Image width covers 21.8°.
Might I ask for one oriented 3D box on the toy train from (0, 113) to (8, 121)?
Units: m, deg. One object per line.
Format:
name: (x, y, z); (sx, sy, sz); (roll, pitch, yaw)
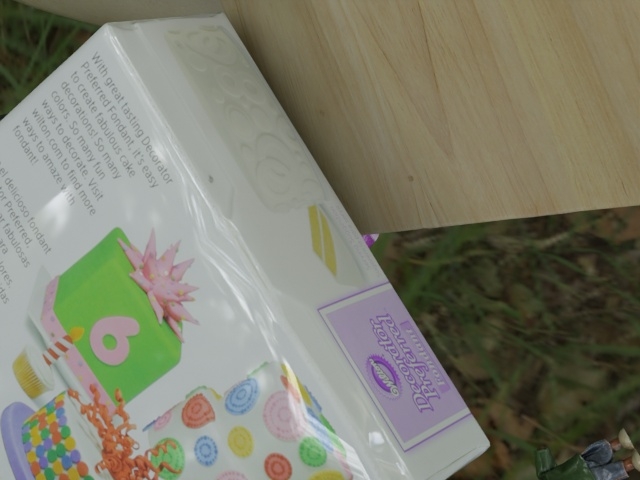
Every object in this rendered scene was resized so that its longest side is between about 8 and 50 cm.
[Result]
toy train: (-0.247, -0.026, 1.432); (0.334, 0.190, 0.142); (-5, 65, -44)

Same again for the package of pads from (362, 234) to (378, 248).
package of pads: (0.000, 0.000, 1.174); (0.050, 0.083, 0.032); (-50, 116, -20)

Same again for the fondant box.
fondant box: (-0.118, 0.084, 0.792); (0.330, 0.096, 0.238); (-37, 80, 32)

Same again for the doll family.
doll family: (0.206, 0.232, 1.170); (0.111, 0.076, 0.193); (-30, 60, 6)

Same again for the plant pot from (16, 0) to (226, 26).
plant pot: (-0.111, -0.247, 1.187); (0.274, 0.256, 0.257); (-4, 95, 33)

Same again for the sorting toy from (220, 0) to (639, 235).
sorting toy: (0.060, -0.142, 0.707); (0.089, 0.255, 0.257); (-33, 106, -36)
